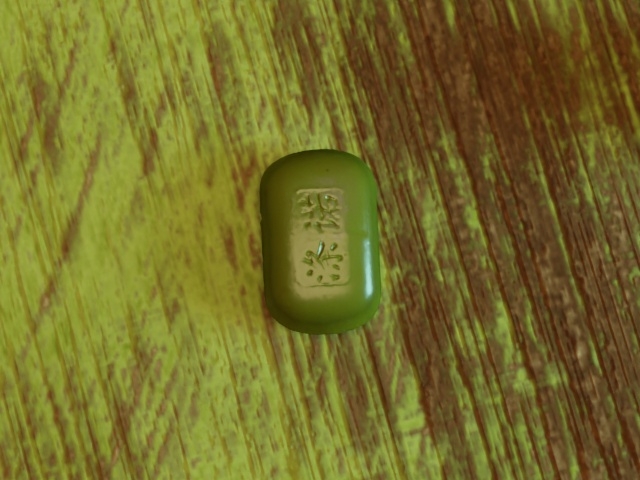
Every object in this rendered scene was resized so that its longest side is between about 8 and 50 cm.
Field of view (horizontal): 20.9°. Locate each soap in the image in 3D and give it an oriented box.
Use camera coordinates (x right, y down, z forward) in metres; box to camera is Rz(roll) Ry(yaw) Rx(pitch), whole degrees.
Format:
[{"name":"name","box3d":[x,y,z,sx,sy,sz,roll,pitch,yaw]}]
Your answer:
[{"name":"soap","box3d":[0.000,0.000,1.287,0.089,0.045,0.140,-2,81,-6]}]
